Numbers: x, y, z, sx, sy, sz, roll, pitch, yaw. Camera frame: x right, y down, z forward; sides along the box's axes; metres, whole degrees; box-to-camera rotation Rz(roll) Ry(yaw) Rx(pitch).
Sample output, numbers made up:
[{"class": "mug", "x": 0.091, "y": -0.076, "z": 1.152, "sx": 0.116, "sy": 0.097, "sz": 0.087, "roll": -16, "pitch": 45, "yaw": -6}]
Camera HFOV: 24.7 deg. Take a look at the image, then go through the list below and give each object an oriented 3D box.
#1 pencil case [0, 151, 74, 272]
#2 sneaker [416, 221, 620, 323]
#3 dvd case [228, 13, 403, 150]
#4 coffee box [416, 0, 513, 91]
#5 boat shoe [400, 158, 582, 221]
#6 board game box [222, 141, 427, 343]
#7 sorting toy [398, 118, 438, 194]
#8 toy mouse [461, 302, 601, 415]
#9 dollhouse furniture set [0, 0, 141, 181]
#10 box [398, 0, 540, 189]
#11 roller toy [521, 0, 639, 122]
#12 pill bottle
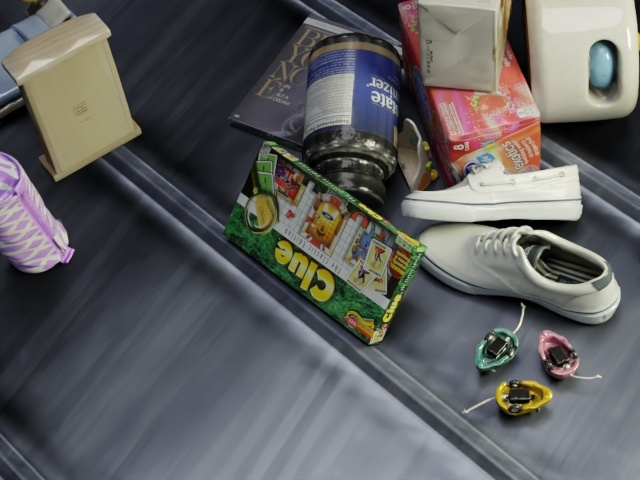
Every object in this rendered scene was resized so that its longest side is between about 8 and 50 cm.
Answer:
[{"class": "pencil case", "x": -0.373, "y": -0.030, "z": 1.793, "sx": 0.088, "sy": 0.206, "sz": 0.086, "roll": 22, "pitch": 72, "yaw": 20}, {"class": "sneaker", "x": 0.232, "y": 0.017, "z": 1.733, "sx": 0.258, "sy": 0.091, "sz": 0.094, "roll": 15, "pitch": 56, "yaw": 21}, {"class": "dvd case", "x": 0.001, "y": -0.213, "z": 1.994, "sx": 0.164, "sy": 0.018, "sz": 0.221, "roll": 22, "pitch": 58, "yaw": 23}, {"class": "coffee box", "x": 0.188, "y": -0.323, "z": 1.811, "sx": 0.098, "sy": 0.141, "sz": 0.246, "roll": 6, "pitch": 53, "yaw": 11}, {"class": "boat shoe", "x": 0.208, "y": -0.062, "z": 1.785, "sx": 0.226, "sy": 0.083, "sz": 0.076, "roll": -1, "pitch": 93, "yaw": -13}, {"class": "board game box", "x": 0.000, "y": 0.000, "z": 1.767, "sx": 0.259, "sy": 0.136, "sz": 0.030, "roll": 35, "pitch": 23, "yaw": 30}, {"class": "sorting toy", "x": 0.121, "y": -0.115, "z": 1.864, "sx": 0.045, "sy": 0.075, "sz": 0.083, "roll": -17, "pitch": 52, "yaw": -5}, {"class": "toy mouse", "x": 0.236, "y": 0.138, "z": 1.677, "sx": 0.161, "sy": 0.031, "sz": 0.143, "roll": -5, "pitch": 52, "yaw": 4}, {"class": "dollhouse furniture set", "x": -0.432, "y": -0.237, "z": 1.961, "sx": 0.286, "sy": 0.198, "sz": 0.303, "roll": -32, "pitch": 54, "yaw": -16}, {"class": "box", "x": 0.189, "y": -0.193, "z": 1.882, "sx": 0.122, "sy": 0.128, "sz": 0.257, "roll": -14, "pitch": 52, "yaw": -3}, {"class": "roller toy", "x": 0.336, "y": -0.247, "z": 1.865, "sx": 0.146, "sy": 0.209, "sz": 0.191, "roll": -4, "pitch": 77, "yaw": 6}, {"class": "pill bottle", "x": 0.039, "y": -0.143, "z": 1.857, "sx": 0.123, "sy": 0.123, "sz": 0.219, "roll": 0, "pitch": 66, "yaw": 8}]
